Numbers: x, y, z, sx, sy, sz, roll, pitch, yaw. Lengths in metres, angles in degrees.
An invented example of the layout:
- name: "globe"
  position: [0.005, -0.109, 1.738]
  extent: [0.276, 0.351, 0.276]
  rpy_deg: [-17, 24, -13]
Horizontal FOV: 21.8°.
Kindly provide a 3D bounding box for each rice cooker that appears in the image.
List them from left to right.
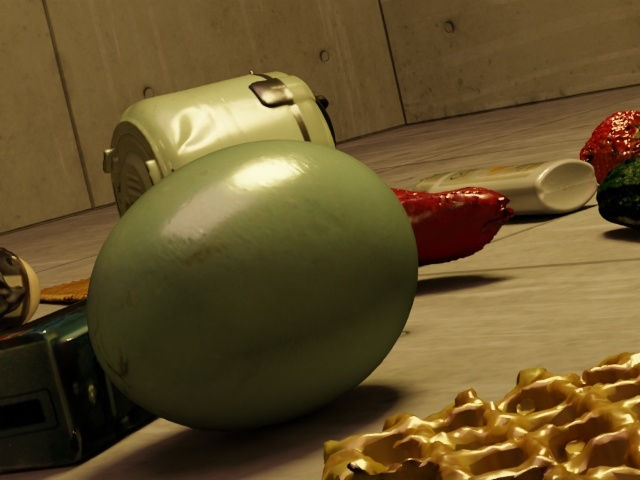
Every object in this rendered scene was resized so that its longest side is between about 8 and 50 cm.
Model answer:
- name: "rice cooker"
  position: [-0.094, -0.063, 1.792]
  extent: [0.244, 0.226, 0.226]
  rpy_deg: [-17, 7, -28]

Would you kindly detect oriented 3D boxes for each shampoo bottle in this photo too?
- name: "shampoo bottle"
  position: [0.194, -0.052, 1.791]
  extent: [0.086, 0.056, 0.227]
  rpy_deg: [-15, 6, -31]

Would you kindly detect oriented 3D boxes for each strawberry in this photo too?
- name: "strawberry"
  position: [0.338, -0.099, 1.863]
  extent: [0.096, 0.083, 0.083]
  rpy_deg: [-18, 4, 21]

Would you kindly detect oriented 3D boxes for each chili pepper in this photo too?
- name: "chili pepper"
  position: [0.000, 0.000, 1.470]
  extent: [0.388, 0.110, 0.110]
  rpy_deg: [-6, 9, 32]

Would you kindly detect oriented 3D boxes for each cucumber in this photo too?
- name: "cucumber"
  position: [0.297, -0.041, 1.382]
  extent: [0.077, 0.077, 0.265]
  rpy_deg: [-14, 7, -11]

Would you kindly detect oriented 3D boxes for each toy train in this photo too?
- name: "toy train"
  position: [-0.112, 0.064, 1.199]
  extent: [0.089, 0.086, 0.409]
  rpy_deg: [-12, 6, 23]

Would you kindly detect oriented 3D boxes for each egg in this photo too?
- name: "egg"
  position: [-0.039, 0.027, 0.996]
  extent: [0.168, 0.168, 0.231]
  rpy_deg: [-7, 12, 42]

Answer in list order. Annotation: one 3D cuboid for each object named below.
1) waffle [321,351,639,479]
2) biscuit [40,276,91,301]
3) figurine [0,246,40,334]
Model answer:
- name: "waffle"
  position: [0.109, 0.089, 0.647]
  extent: [0.253, 0.056, 0.249]
  rpy_deg: [-8, 7, 26]
- name: "biscuit"
  position: [-0.218, 0.042, 1.999]
  extent: [0.232, 0.013, 0.237]
  rpy_deg: [-16, 7, -27]
- name: "figurine"
  position: [-0.468, 0.048, 1.649]
  extent: [0.306, 0.241, 0.412]
  rpy_deg: [19, 4, 31]
